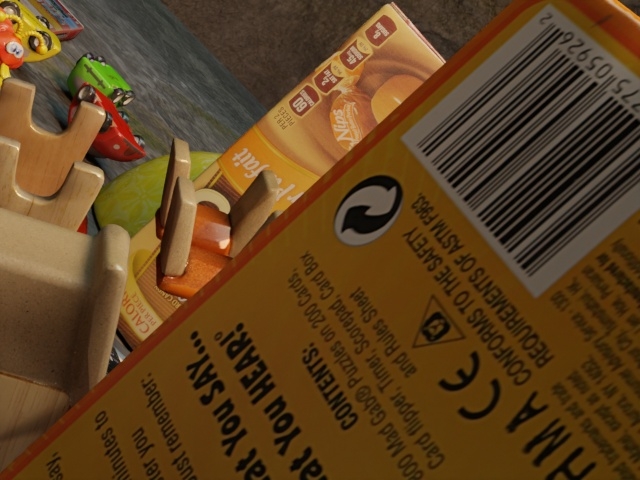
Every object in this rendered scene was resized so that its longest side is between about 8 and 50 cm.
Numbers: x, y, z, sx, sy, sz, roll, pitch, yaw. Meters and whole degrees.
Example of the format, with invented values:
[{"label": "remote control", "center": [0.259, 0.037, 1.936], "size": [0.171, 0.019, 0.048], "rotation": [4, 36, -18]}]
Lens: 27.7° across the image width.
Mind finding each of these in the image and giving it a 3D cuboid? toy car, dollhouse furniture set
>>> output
[{"label": "toy car", "center": [-0.255, -0.162, 1.368], "size": [0.239, 0.053, 0.225], "rotation": [49, 8, 5]}, {"label": "dollhouse furniture set", "center": [-0.157, 0.016, 0.647], "size": [0.262, 0.135, 0.259], "rotation": [18, 16, -14]}]

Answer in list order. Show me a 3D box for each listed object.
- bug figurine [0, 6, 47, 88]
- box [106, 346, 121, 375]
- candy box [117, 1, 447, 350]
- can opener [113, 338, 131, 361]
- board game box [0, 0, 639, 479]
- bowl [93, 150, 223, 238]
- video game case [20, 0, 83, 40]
[{"label": "bug figurine", "center": [-0.366, -0.251, 1.129], "size": [0.279, 0.072, 0.216], "rotation": [37, 13, -53]}, {"label": "box", "center": [-0.138, 0.093, 0.706], "size": [0.052, 0.062, 0.083], "rotation": [39, 12, -43]}, {"label": "candy box", "center": [0.000, 0.000, 0.973], "size": [0.183, 0.316, 0.087], "rotation": [51, 7, 21]}, {"label": "can opener", "center": [-0.108, 0.084, 0.796], "size": [0.283, 0.095, 0.076], "rotation": [46, 7, -17]}, {"label": "board game box", "center": [0.114, 0.207, 0.433], "size": [0.356, 0.356, 0.356], "rotation": [42, 9, -41]}, {"label": "bowl", "center": [-0.057, 0.010, 1.220], "size": [0.289, 0.156, 0.289], "rotation": [47, 7, -8]}, {"label": "video game case", "center": [-0.381, -0.312, 1.518], "size": [0.204, 0.025, 0.285], "rotation": [46, 8, -7]}]
